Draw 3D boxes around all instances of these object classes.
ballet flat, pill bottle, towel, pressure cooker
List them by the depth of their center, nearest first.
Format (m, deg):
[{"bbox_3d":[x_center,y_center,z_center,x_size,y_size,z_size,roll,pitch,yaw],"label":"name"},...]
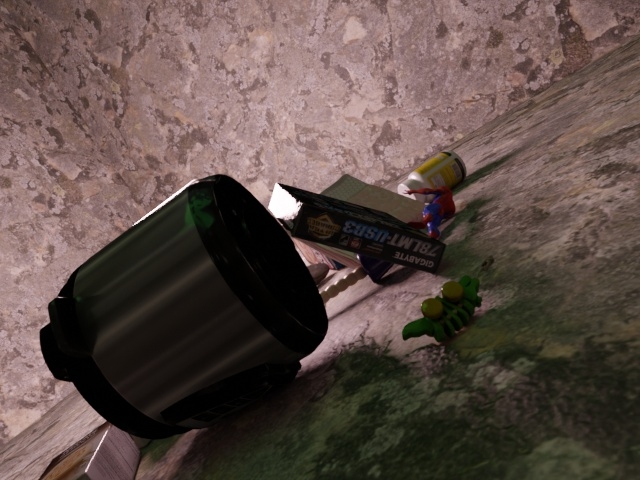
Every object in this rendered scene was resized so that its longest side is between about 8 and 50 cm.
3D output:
[{"bbox_3d":[-0.240,0.133,0.831,0.420,0.370,0.376,-34,24,8],"label":"pressure cooker"},{"bbox_3d":[0.103,-0.064,1.310,0.316,0.054,0.331,26,47,30],"label":"towel"},{"bbox_3d":[-0.069,0.146,1.372,0.249,0.058,0.084,-34,33,-32],"label":"ballet flat"},{"bbox_3d":[0.365,-0.197,1.515,0.208,0.119,0.119,-34,7,-12],"label":"pill bottle"}]

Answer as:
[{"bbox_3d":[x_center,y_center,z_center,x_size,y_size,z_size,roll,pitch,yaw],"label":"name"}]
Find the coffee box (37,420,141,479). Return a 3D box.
[{"bbox_3d":[-0.402,0.417,0.776,0.141,0.098,0.246,-34,7,-13],"label":"coffee box"}]

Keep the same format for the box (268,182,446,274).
[{"bbox_3d":[0.059,-0.034,0.946,0.293,0.295,0.074,-132,58,-69],"label":"box"}]

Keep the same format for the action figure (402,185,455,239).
[{"bbox_3d":[0.252,-0.064,1.155,0.138,0.092,0.280,-6,22,36],"label":"action figure"}]

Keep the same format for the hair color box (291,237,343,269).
[{"bbox_3d":[0.000,0.000,1.564,0.105,0.174,0.347,-36,7,-12],"label":"hair color box"}]

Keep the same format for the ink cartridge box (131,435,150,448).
[{"bbox_3d":[-0.387,0.398,1.015,0.099,0.056,0.135,-30,7,26],"label":"ink cartridge box"}]

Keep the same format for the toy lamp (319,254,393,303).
[{"bbox_3d":[0.042,0.104,1.047,0.274,0.080,0.080,-32,7,4],"label":"toy lamp"}]

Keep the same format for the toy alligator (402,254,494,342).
[{"bbox_3d":[0.192,0.086,0.627,0.189,0.056,0.051,-34,49,-20],"label":"toy alligator"}]
